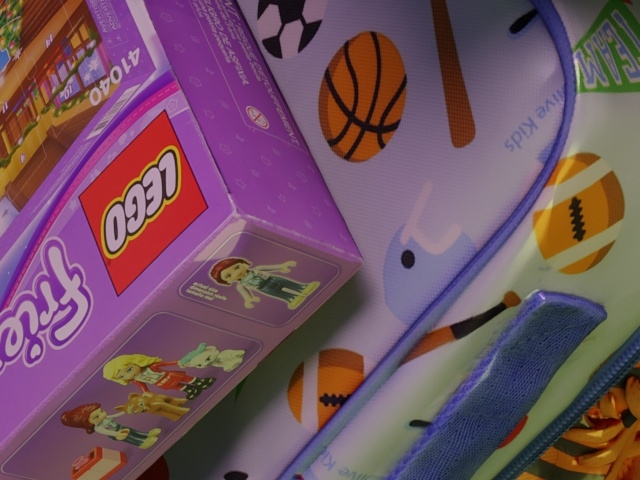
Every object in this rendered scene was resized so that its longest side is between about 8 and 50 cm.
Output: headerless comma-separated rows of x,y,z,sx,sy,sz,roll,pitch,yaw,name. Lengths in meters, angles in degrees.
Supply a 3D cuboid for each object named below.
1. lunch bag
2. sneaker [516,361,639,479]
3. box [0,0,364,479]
0.000,0.000,0.607,0.115,0.243,0.303,10,130,-38,lunch bag
0.115,0.088,0.717,0.180,0.321,0.124,-18,-163,42,sneaker
-0.134,0.020,0.590,0.057,0.201,0.293,21,124,-44,box
